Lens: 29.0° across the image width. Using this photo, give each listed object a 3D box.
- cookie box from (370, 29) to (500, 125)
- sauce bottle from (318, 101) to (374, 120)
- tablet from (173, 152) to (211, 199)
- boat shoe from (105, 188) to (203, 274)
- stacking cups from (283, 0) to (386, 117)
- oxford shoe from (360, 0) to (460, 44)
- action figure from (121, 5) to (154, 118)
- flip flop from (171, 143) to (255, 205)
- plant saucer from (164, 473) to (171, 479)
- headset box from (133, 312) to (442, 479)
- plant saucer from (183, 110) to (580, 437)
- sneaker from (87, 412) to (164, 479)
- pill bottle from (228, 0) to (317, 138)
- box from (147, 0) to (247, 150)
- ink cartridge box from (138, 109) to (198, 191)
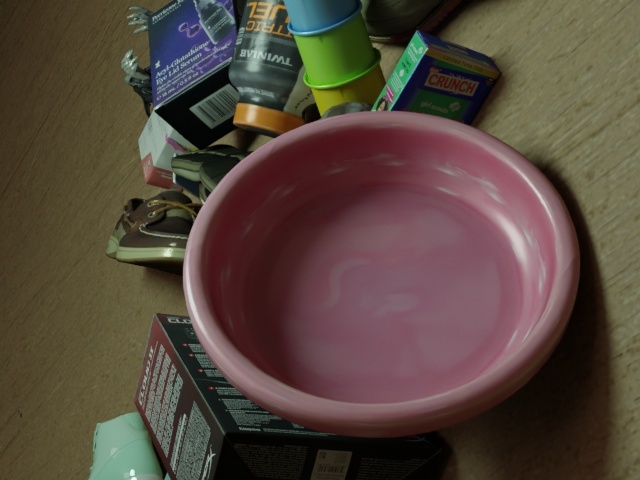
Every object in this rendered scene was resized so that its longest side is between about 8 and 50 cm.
[{"bbox_3d":[0.111,-0.143,1.230,0.107,0.092,0.040,-61,32,27],"label":"cookie box"},{"bbox_3d":[0.000,0.000,1.223,0.111,0.111,0.344,-48,13,43],"label":"sauce bottle"},{"bbox_3d":[-0.185,-0.087,1.801,0.006,0.083,0.054,-23,52,28],"label":"tablet"},{"bbox_3d":[-0.233,-0.018,1.818,0.342,0.123,0.123,-172,96,-70],"label":"boat shoe"},{"bbox_3d":[-0.005,-0.260,1.304,0.096,0.096,0.316,-123,9,-57],"label":"stacking cups"},{"bbox_3d":[0.095,-0.300,1.302,0.348,0.130,0.123,-16,62,60],"label":"oxford shoe"},{"bbox_3d":[-0.251,-0.309,1.987,0.275,0.141,0.164,-50,36,34],"label":"action figure"},{"bbox_3d":[-0.127,-0.074,1.667,0.277,0.112,0.080,21,121,62],"label":"flip flop"},{"bbox_3d":[-0.154,0.346,1.549,0.195,0.037,0.195,-41,41,50],"label":"plant saucer"},{"bbox_3d":[-0.047,0.173,1.220,0.293,0.218,0.110,44,122,60],"label":"headset box"},{"bbox_3d":[0.052,0.032,1.063,0.084,0.332,0.332,81,-179,-51],"label":"plant saucer"},{"bbox_3d":[-0.311,0.351,1.788,0.256,0.094,0.151,-43,45,32],"label":"sneaker"},{"bbox_3d":[-0.037,-0.250,1.540,0.130,0.130,0.245,10,86,64],"label":"pill bottle"},{"bbox_3d":[-0.149,-0.257,1.731,0.153,0.108,0.207,-30,45,20],"label":"box"},{"bbox_3d":[-0.212,-0.188,1.923,0.198,0.067,0.115,-58,32,33],"label":"ink cartridge box"}]
